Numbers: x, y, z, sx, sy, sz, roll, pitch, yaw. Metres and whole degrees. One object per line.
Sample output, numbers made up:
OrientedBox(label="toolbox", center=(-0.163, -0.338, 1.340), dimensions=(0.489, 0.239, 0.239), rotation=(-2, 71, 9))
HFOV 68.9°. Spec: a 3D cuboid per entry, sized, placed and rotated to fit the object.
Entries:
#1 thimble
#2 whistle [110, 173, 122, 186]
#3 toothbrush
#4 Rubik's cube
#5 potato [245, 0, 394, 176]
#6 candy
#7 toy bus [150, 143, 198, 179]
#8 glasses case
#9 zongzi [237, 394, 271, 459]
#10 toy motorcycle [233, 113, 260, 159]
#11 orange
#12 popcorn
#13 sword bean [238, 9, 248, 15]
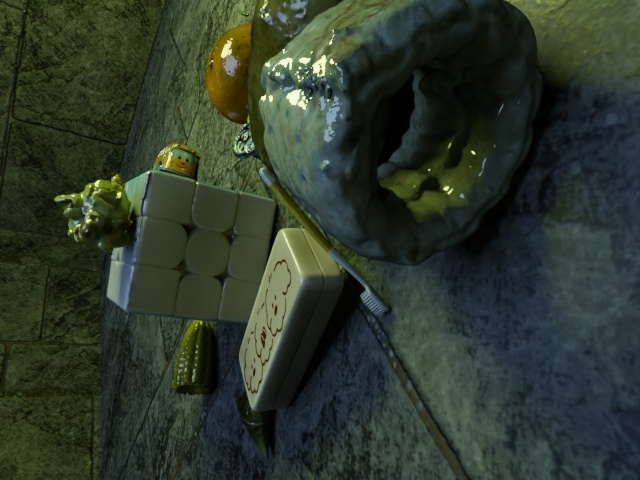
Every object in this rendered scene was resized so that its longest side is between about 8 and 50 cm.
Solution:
OrientedBox(label="thimble", center=(0.078, -0.131, 0.523), dimensions=(0.195, 0.291, 0.292), rotation=(38, 113, 53))
OrientedBox(label="whistle", center=(-0.485, -0.102, 1.100), dimensions=(0.046, 0.057, 0.109), rotation=(22, 93, 13))
OrientedBox(label="toothbrush", center=(0.000, 0.000, 0.704), dimensions=(0.024, 0.021, 0.288), rotation=(-44, 82, 24))
OrientedBox(label="Rubik's cube", center=(-0.308, 0.021, 1.084), dimensions=(0.290, 0.291, 0.291), rotation=(2, 83, 58))
OrientedBox(label="potato", center=(0.001, -0.259, 0.702), dimensions=(0.270, 0.219, 0.359), rotation=(-115, 23, -47))
OrientedBox(label="candy", center=(-0.327, 0.298, 1.226), dimensions=(0.106, 0.094, 0.199), rotation=(-45, 40, 50))
OrientedBox(label="toy bus", center=(-0.517, -0.271, 1.663), dimensions=(0.209, 0.126, 0.136), rotation=(1, 74, 58))
OrientedBox(label="glasses case", center=(-0.064, 0.146, 0.818), dimensions=(0.144, 0.076, 0.337), rotation=(-117, 39, -47))
OrientedBox(label="zongzi", center=(-0.132, 0.373, 0.941), dimensions=(0.104, 0.052, 0.113), rotation=(-24, 74, 62))
OrientedBox(label="toy motorcycle", center=(-0.088, -0.242, 0.990), dimensions=(0.315, 0.113, 0.169), rotation=(18, 87, 49))
OrientedBox(label="orange", center=(-0.182, -0.402, 1.121), dimensions=(0.240, 0.171, 0.240), rotation=(-23, 61, 52))
OrientedBox(label="popcorn", center=(-0.436, -0.050, 0.928), dimensions=(0.135, 0.162, 0.142), rotation=(88, -153, -73))
OrientedBox(label="sword bean", center=(-0.240, -0.708, 1.454), dimensions=(0.083, 0.012, 0.012), rotation=(47, 121, 50))
